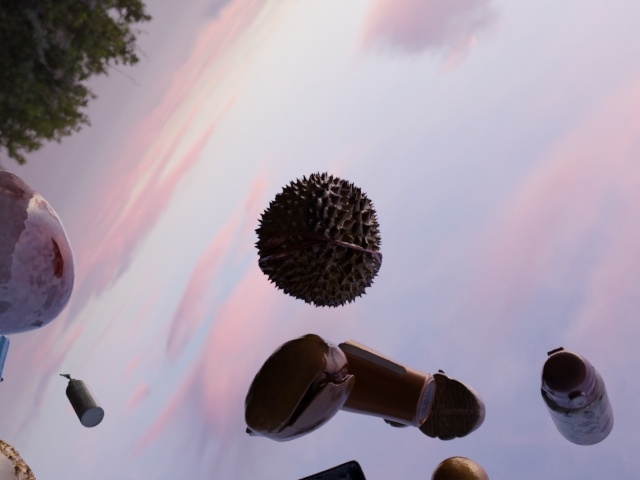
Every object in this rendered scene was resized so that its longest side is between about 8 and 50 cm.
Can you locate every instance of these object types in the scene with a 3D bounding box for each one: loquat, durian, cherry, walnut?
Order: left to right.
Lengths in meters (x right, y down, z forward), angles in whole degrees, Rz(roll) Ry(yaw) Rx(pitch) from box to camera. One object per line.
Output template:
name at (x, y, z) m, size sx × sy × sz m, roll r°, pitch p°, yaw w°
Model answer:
cherry at (-0.684, 0.048, 1.385) m, size 0.326 × 0.335 × 0.291 m, roll -26°, pitch -145°, yaw -29°
walnut at (-0.065, 0.357, 1.560) m, size 0.336 × 0.209 × 0.209 m, roll -45°, pitch -156°, yaw 24°
durian at (0.005, 0.001, 1.718) m, size 0.348 × 0.347 × 0.384 m, roll -51°, pitch -146°, yaw 25°
loquat at (0.305, 0.544, 1.470) m, size 0.141 × 0.141 × 0.141 m, roll -49°, pitch -158°, yaw 28°

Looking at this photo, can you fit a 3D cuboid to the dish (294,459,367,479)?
dish at (0.022, 0.664, 1.699) m, size 0.243 × 0.182 × 0.080 m, roll -23°, pitch 177°, yaw 9°

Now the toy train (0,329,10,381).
toy train at (-0.688, 0.230, 1.121) m, size 0.265 × 0.300 × 0.188 m, roll -43°, pitch -140°, yaw 45°

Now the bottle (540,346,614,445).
bottle at (0.482, 0.294, 1.274) m, size 0.120 × 0.253 × 0.120 m, roll -16°, pitch -129°, yaw 20°

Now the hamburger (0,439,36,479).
hamburger at (-0.610, 0.432, 1.094) m, size 0.179 × 0.294 × 0.276 m, roll -101°, pitch -179°, yaw -70°

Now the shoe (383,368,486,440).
shoe at (0.341, 0.450, 1.871) m, size 0.351 × 0.198 × 0.172 m, roll -5°, pitch -101°, yaw 54°

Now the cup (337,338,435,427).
cup at (0.140, 0.349, 1.668) m, size 0.264 × 0.226 × 0.182 m, roll 13°, pitch -127°, yaw 26°

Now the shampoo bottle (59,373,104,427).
shampoo bottle at (-0.557, 0.360, 1.560) m, size 0.195 × 0.056 × 0.056 m, roll 31°, pitch -89°, yaw 51°
